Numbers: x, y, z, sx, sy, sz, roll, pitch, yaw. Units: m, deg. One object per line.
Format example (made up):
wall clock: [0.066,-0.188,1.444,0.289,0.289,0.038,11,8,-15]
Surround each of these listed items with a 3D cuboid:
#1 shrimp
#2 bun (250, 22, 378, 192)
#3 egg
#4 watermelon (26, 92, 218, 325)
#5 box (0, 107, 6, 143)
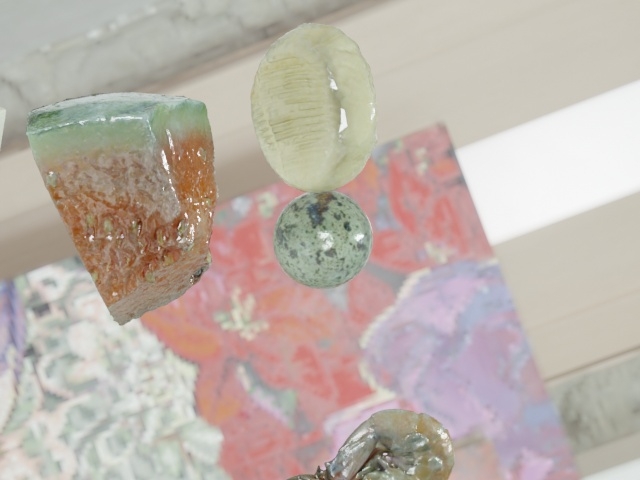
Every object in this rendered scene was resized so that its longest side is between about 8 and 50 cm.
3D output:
shrimp: [0.057,0.323,2.205,0.062,0.316,0.164,23,-66,61]
bun: [0.001,-0.150,1.742,0.111,0.164,0.188,-16,90,-41]
egg: [0.000,0.000,2.066,0.172,0.132,0.132,157,-87,-74]
watermelon: [-0.195,-0.029,1.638,0.140,0.192,0.257,-125,-154,-71]
box: [-0.537,-0.095,2.114,0.256,0.069,0.164,-32,137,-66]
